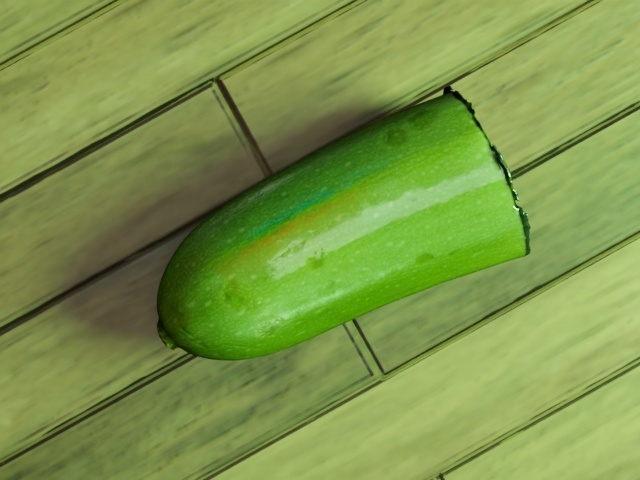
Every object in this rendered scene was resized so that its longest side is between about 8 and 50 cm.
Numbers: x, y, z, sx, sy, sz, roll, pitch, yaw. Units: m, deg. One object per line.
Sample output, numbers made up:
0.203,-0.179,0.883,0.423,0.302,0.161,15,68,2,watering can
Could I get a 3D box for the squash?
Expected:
0.000,0.000,0.493,0.188,0.095,0.095,-24,92,-1,squash
